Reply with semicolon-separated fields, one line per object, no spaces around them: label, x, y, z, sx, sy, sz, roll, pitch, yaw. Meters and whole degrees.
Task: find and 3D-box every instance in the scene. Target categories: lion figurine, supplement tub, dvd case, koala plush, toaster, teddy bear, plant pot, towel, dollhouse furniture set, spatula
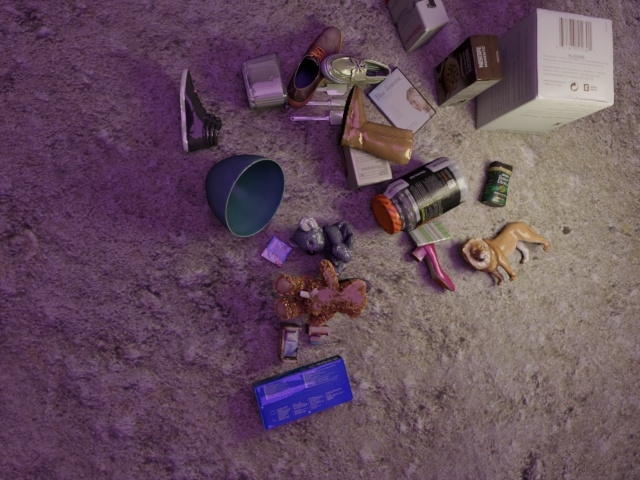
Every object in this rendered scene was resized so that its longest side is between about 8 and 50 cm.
lion figurine;0.765;0.023;1.881;0.392;0.142;0.240;-34;87;-25
supplement tub;0.380;-0.168;1.755;0.337;0.207;0.207;-27;93;-12
dvd case;0.334;-0.560;1.856;0.180;0.022;0.253;-45;96;-10
koala plush;0.000;0.000;1.686;0.221;0.196;0.204;15;56;-8
toaster;-0.210;-0.579;1.692;0.146;0.129;0.227;-12;92;-8
teddy bear;-0.006;0.196;1.624;0.337;0.113;0.246;-17;95;-2
plant pot;-0.293;-0.183;1.604;0.195;0.290;0.290;28;81;27
towel;0.434;-0.024;1.823;0.151;0.113;0.023;-12;133;-13
dollhouse furniture set;-0.057;0.379;1.680;0.183;0.129;0.130;5;87;-12
spatula;-0.006;-0.537;1.786;0.241;0.019;0.169;-4;89;-12

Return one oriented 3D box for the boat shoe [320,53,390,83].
boat shoe;0.139;-0.658;1.727;0.302;0.094;0.109;-11;99;-36

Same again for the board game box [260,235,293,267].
board game box;-0.166;0.043;1.727;0.090;0.020;0.090;33;82;-7

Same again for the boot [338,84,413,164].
boot;0.213;-0.421;1.669;0.269;0.089;0.237;11;95;-13

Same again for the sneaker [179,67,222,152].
sneaker;-0.436;-0.473;1.655;0.146;0.104;0.296;-4;94;-14

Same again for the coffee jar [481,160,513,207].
coffee jar;0.741;-0.237;1.899;0.096;0.079;0.185;15;84;-11

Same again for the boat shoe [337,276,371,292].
boat shoe;0.107;0.180;1.755;0.205;0.065;0.075;3;87;-12

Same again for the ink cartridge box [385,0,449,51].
ink cartridge box;0.371;-0.924;1.790;0.114;0.197;0.273;-23;93;-12

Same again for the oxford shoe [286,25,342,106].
oxford shoe;-0.008;-0.681;1.728;0.129;0.132;0.364;27;78;-6

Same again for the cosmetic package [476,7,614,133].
cosmetic package;0.857;-0.635;1.779;0.328;0.393;0.328;1;87;-12

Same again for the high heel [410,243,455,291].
high heel;0.480;0.093;1.837;0.244;0.082;0.117;44;77;0

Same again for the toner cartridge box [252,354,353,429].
toner cartridge box;-0.065;0.564;1.699;0.347;0.075;0.166;-14;90;-12

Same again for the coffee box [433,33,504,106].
coffee box;0.568;-0.653;1.768;0.118;0.297;0.168;-8;89;-12

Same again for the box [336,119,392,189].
box;0.168;-0.328;1.758;0.148;0.127;0.233;-12;90;-14
